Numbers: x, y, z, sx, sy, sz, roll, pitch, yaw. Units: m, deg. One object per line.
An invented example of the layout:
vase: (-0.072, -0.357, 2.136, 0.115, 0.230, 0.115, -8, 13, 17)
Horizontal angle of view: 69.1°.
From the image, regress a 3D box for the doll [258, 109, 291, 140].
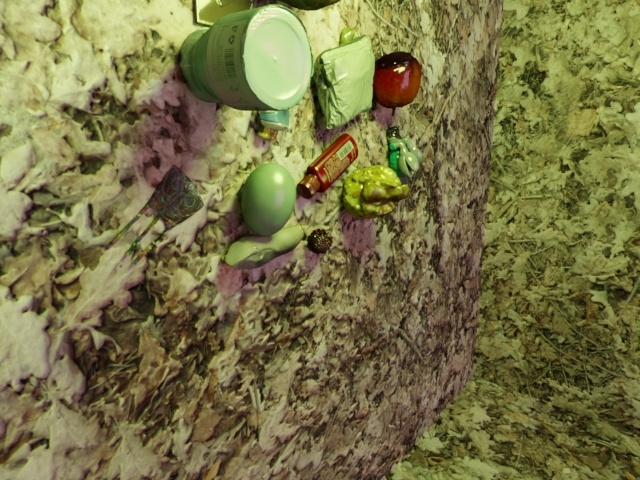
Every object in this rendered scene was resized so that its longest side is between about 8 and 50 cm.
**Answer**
doll: (-0.135, -0.437, 1.458, 0.135, 0.098, 0.241, 4, 96, -29)

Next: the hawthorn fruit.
hawthorn fruit: (0.306, -0.631, 1.880, 0.215, 0.215, 0.250, -23, 116, -46)

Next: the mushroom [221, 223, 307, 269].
mushroom: (-0.170, 0.018, 1.544, 0.351, 0.097, 0.110, -21, 137, -51)

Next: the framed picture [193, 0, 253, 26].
framed picture: (-0.266, -0.667, 1.294, 0.203, 0.015, 0.150, -16, 112, -48)

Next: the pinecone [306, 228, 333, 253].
pinecone: (0.002, 0.004, 1.759, 0.109, 0.102, 0.102, -13, 110, -61)

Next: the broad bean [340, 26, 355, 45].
broad bean: (0.098, -0.745, 1.714, 0.063, 0.045, 0.083, 6, 103, -63)

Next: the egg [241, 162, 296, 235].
egg: (-0.163, -0.127, 1.449, 0.168, 0.168, 0.231, -1, 107, -52)

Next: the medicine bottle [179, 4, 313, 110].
medicine bottle: (-0.201, -0.464, 1.211, 0.245, 0.289, 0.245, -18, 114, -46)

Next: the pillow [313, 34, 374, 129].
pillow: (0.096, -0.563, 1.680, 0.310, 0.138, 0.284, -40, 134, -39)

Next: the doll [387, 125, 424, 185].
doll: (0.372, -0.371, 2.073, 0.258, 0.153, 0.195, 53, 45, -39)

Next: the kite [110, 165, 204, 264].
kite: (-0.436, -0.064, 1.249, 0.285, 0.015, 0.152, -55, 134, -30)

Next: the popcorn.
popcorn: (0.222, -0.192, 1.857, 0.237, 0.251, 0.206, -31, 117, -48)

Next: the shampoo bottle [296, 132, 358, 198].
shampoo bottle: (0.029, -0.271, 1.726, 0.314, 0.076, 0.118, -49, 135, -32)

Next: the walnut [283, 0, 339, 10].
walnut: (-0.050, -0.813, 1.327, 0.253, 0.276, 0.282, -24, 129, -40)
